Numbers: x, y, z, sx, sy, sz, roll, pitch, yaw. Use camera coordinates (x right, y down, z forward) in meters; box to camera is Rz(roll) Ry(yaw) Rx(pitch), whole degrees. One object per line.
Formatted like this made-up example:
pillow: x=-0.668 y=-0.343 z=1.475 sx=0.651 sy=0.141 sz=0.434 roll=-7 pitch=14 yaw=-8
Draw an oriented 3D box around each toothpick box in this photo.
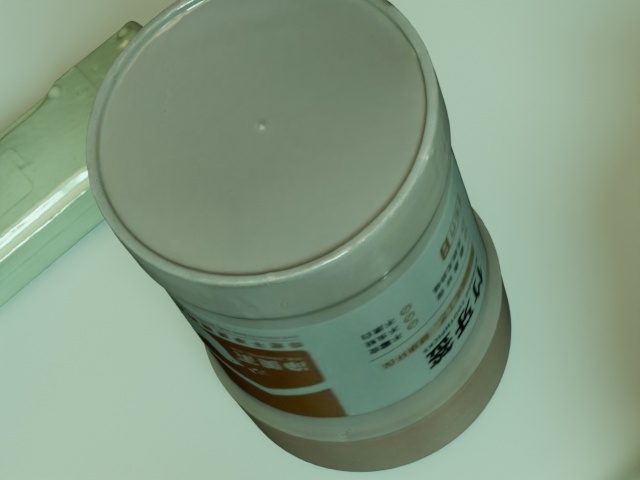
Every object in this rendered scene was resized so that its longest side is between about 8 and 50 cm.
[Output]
toothpick box: x=0.000 y=0.000 z=0.512 sx=0.098 sy=0.149 sz=0.098 roll=-6 pitch=62 yaw=12

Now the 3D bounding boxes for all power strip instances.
power strip: x=-0.102 y=-0.019 z=0.617 sx=0.191 sy=0.030 sz=0.047 roll=-40 pitch=60 yaw=-7
